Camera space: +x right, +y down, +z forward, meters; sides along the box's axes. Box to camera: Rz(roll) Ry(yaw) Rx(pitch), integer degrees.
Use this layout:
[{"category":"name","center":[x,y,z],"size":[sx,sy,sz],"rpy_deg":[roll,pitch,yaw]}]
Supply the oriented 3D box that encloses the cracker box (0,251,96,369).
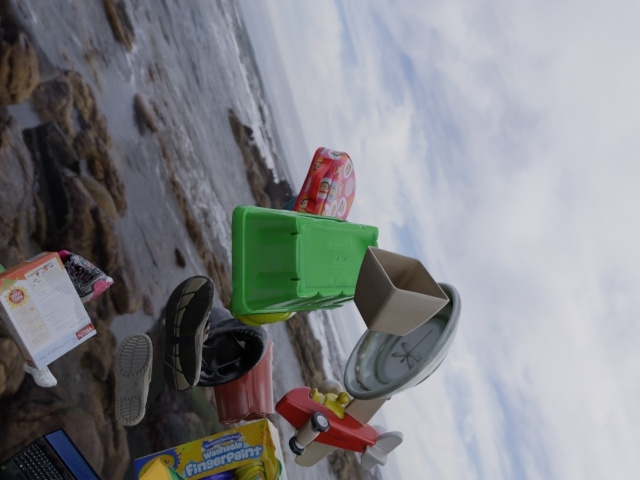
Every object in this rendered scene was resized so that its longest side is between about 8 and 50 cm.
[{"category":"cracker box","center":[-0.656,0.163,1.224],"size":[0.156,0.067,0.232],"rpy_deg":[-37,118,-45]}]

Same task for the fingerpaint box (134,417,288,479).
[{"category":"fingerpaint box","center":[-0.320,0.804,1.588],"size":[0.163,0.445,0.371],"rpy_deg":[74,-1,-56]}]

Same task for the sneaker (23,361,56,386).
[{"category":"sneaker","center":[-0.977,0.454,1.809],"size":[0.152,0.061,0.053],"rpy_deg":[32,20,17]}]

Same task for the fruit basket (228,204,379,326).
[{"category":"fruit basket","center":[-0.084,0.070,1.258],"size":[0.392,0.392,0.283],"rpy_deg":[85,4,-85]}]

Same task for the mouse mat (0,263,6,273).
[{"category":"mouse mat","center":[-0.919,0.078,1.485],"size":[0.189,0.007,0.152],"rpy_deg":[42,-20,13]}]

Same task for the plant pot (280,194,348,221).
[{"category":"plant pot","center":[0.000,0.000,1.884],"size":[0.255,0.271,0.272],"rpy_deg":[-123,-167,-50]}]

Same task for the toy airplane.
[{"category":"toy airplane","center":[0.071,0.565,1.663],"size":[0.272,0.386,0.384],"rpy_deg":[-106,-177,-54]}]

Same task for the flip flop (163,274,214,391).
[{"category":"flip flop","center":[-0.312,0.222,1.253],"size":[0.080,0.112,0.277],"rpy_deg":[38,55,-76]}]

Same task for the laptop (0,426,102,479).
[{"category":"laptop","center":[-0.858,0.747,1.637],"size":[0.234,0.264,0.136],"rpy_deg":[57,-18,-6]}]

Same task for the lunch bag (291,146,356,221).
[{"category":"lunch bag","center":[0.011,-0.129,1.593],"size":[0.258,0.120,0.293],"rpy_deg":[54,55,-67]}]

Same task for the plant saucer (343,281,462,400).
[{"category":"plant saucer","center":[0.238,0.287,1.401],"size":[0.100,0.400,0.400],"rpy_deg":[45,5,-12]}]

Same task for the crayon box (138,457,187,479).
[{"category":"crayon box","center":[-0.420,0.682,1.218],"size":[0.165,0.278,0.081],"rpy_deg":[35,-43,9]}]

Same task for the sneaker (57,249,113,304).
[{"category":"sneaker","center":[-0.747,0.111,1.601],"size":[0.299,0.121,0.112],"rpy_deg":[11,-47,44]}]

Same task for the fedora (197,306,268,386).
[{"category":"fedora","center":[-0.330,0.324,1.682],"size":[0.152,0.334,0.334],"rpy_deg":[58,-10,39]}]

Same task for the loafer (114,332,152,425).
[{"category":"loafer","center":[-0.534,0.395,1.472],"size":[0.092,0.102,0.268],"rpy_deg":[116,-25,-52]}]

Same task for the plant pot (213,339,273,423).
[{"category":"plant pot","center":[-0.293,0.539,1.962],"size":[0.272,0.272,0.265],"rpy_deg":[76,4,-66]}]

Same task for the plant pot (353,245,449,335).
[{"category":"plant pot","center":[0.113,0.087,0.814],"size":[0.096,0.109,0.109],"rpy_deg":[-60,-148,24]}]
